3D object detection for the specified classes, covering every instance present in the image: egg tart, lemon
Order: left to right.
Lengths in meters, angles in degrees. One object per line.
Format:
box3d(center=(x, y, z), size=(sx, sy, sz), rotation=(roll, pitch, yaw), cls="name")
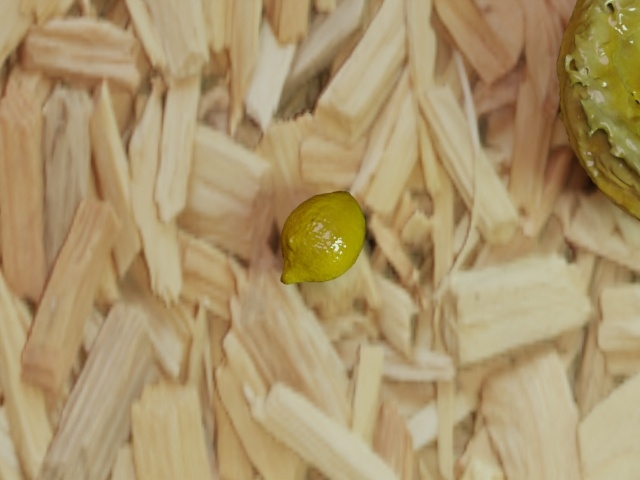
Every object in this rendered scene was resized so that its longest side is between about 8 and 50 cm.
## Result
box3d(center=(0.000, 0.000, 1.335), size=(0.065, 0.065, 0.092), rotation=(33, 72, 11), cls="lemon")
box3d(center=(0.323, -0.123, 1.335), size=(0.288, 0.118, 0.288), rotation=(-1, 72, 3), cls="egg tart")
